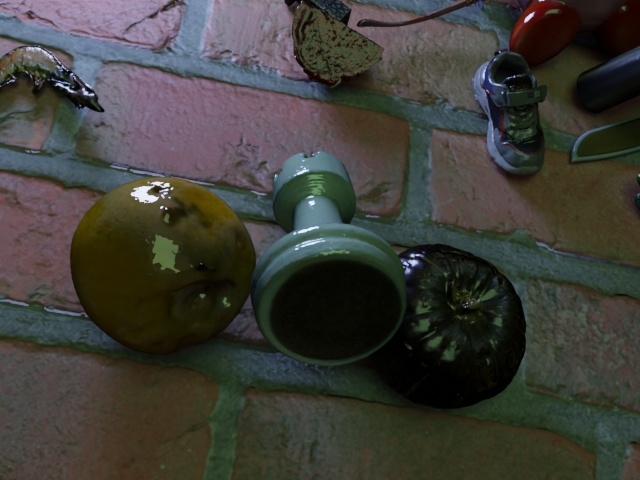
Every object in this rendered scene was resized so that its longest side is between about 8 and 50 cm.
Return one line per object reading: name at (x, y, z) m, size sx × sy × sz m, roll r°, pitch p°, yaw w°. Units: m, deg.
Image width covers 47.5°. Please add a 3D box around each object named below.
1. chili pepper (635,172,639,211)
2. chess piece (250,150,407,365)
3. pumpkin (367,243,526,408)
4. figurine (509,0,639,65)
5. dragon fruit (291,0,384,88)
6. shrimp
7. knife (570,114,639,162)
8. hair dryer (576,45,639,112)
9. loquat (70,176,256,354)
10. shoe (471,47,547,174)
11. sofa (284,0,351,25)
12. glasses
chili pepper at (0.599, -0.005, 1.182) m, size 0.100 × 0.074 × 0.257 m, roll -26°, pitch 69°, yaw -15°
chess piece at (0.000, 0.000, 0.981) m, size 0.194 × 0.195 × 0.299 m, roll 2°, pitch 36°, yaw -8°
pumpkin at (0.171, 0.117, 1.010) m, size 0.237 × 0.159 × 0.238 m, roll 4°, pitch 62°, yaw -7°
figurine at (0.459, -0.470, 1.272) m, size 0.269 × 0.211 × 0.262 m, roll -4°, pitch 69°, yaw -12°
dragon fruit at (0.011, -0.309, 1.211) m, size 0.162 × 0.083 × 0.106 m, roll 29°, pitch 87°, yaw -8°
shrimp at (-0.437, -0.219, 1.116) m, size 0.195 × 0.035 × 0.148 m, roll 37°, pitch 64°, yaw 14°
knife at (0.577, -0.196, 1.278) m, size 0.342 × 0.027 × 0.061 m, roll -18°, pitch 76°, yaw -16°
hair dryer at (0.600, -0.279, 1.250) m, size 0.248 × 0.195 × 0.078 m, roll 0°, pitch 79°, yaw -31°
loquat at (-0.210, 0.029, 0.959) m, size 0.243 × 0.244 × 0.244 m, roll 3°, pitch 67°, yaw -8°
shoe at (0.328, -0.224, 1.197) m, size 0.099 × 0.125 × 0.228 m, roll -8°, pitch 67°, yaw -15°
sofa at (-0.006, -0.403, 1.252) m, size 0.118 × 0.060 × 0.039 m, roll 39°, pitch 73°, yaw 7°
glasses at (0.151, -0.485, 1.313) m, size 0.268 × 0.118 × 0.234 m, roll -24°, pitch 75°, yaw -3°
